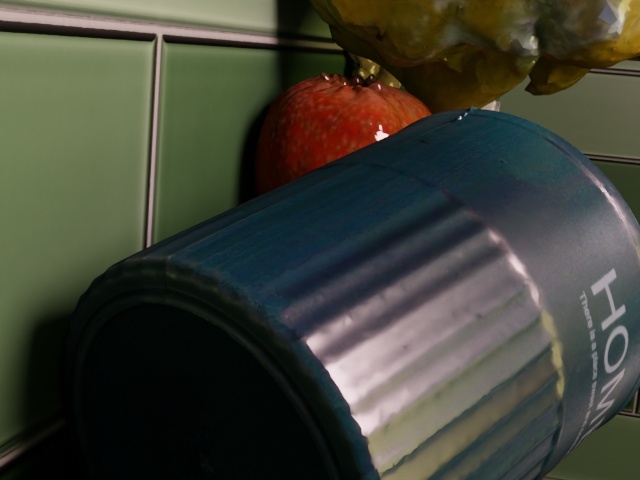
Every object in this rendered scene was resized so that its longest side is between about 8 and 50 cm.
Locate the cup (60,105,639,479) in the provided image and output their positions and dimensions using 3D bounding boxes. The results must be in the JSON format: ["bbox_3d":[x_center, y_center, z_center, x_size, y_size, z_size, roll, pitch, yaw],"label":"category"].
[{"bbox_3d":[0.019,0.095,0.648,0.292,0.242,0.307,-25,145,-47],"label":"cup"}]

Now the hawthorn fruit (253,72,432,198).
[{"bbox_3d":[0.000,0.000,0.894,0.165,0.165,0.285,-47,158,-67],"label":"hawthorn fruit"}]

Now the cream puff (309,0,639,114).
[{"bbox_3d":[0.167,-0.272,0.885,0.275,0.378,0.378,-18,115,-59],"label":"cream puff"}]

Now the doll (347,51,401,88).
[{"bbox_3d":[0.057,-0.189,1.153,0.093,0.051,0.061,77,31,-51],"label":"doll"}]

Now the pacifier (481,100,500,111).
[{"bbox_3d":[0.182,-0.074,1.389,0.220,0.273,0.332,-91,-178,-65],"label":"pacifier"}]
